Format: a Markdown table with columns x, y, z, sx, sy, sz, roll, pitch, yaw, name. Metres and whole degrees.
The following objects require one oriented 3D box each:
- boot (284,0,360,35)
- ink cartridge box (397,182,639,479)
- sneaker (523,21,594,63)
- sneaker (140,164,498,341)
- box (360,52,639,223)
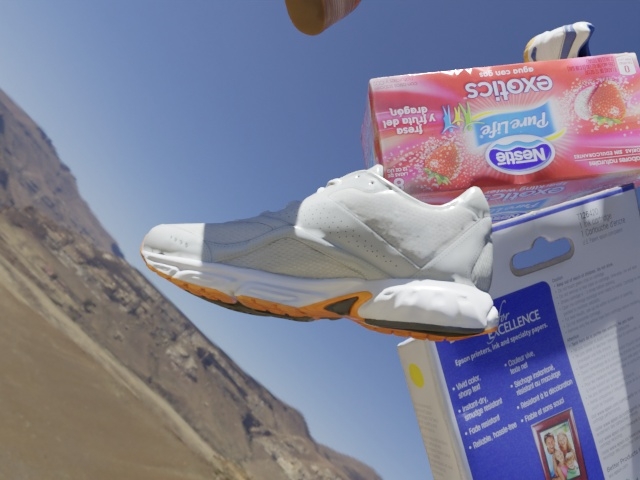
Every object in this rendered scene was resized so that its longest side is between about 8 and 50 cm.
| x | y | z | sx | sy | sz | roll | pitch | yaw | name |
| --- | --- | --- | --- | --- | --- | --- | --- | --- | --- |
| 0.015 | -0.301 | 0.534 | 0.073 | 0.152 | 0.197 | 22 | -38 | 19 | boot |
| 0.225 | 0.125 | 0.592 | 0.072 | 0.304 | 0.307 | -19 | -93 | 64 | ink cartridge box |
| 0.492 | -0.255 | 1.121 | 0.131 | 0.112 | 0.296 | -16 | -66 | 44 | sneaker |
| 0.000 | 0.000 | 0.452 | 0.263 | 0.121 | 0.099 | 8 | -13 | 7 | sneaker |
| 0.205 | -0.104 | 0.706 | 0.154 | 0.300 | 0.142 | 93 | -10 | -74 | box |
